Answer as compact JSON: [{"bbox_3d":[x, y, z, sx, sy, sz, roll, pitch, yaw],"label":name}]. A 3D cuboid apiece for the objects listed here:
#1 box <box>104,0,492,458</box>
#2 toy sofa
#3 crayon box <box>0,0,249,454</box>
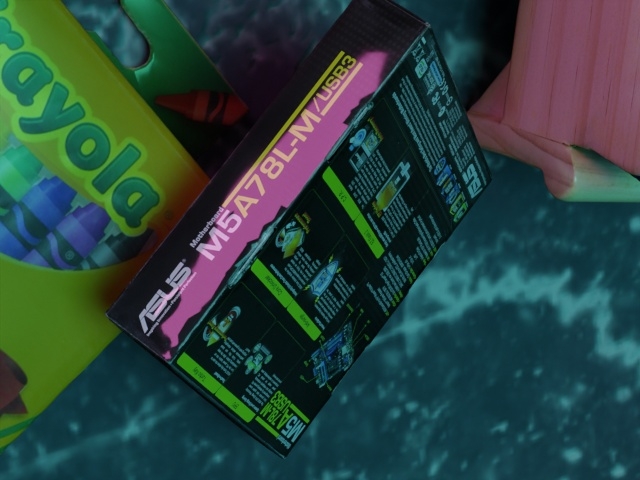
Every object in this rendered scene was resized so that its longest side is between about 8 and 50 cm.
[{"bbox_3d":[0.000,0.000,0.824,0.184,0.045,0.191,-51,157,-6],"label":"box"},{"bbox_3d":[0.189,-0.199,0.856,0.150,0.177,0.363,0,102,-29],"label":"toy sofa"},{"bbox_3d":[-0.181,-0.012,0.754,0.318,0.081,0.202,-47,120,-11],"label":"crayon box"}]
